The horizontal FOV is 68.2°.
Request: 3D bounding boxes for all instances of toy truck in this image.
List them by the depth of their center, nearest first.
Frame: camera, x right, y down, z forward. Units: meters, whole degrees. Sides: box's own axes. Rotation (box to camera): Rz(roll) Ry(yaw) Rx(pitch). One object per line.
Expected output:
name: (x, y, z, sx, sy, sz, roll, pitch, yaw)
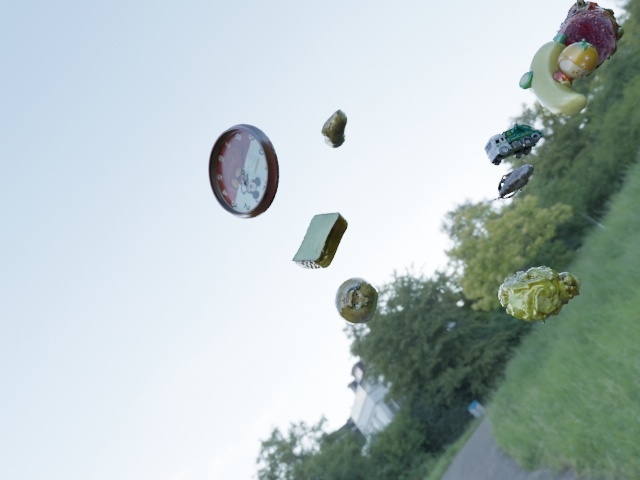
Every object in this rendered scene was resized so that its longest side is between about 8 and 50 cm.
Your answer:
toy truck: (0.761, -0.392, 1.884, 0.216, 0.116, 0.110, -22, -20, -8)

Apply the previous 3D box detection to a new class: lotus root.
lotus root: (0.125, 0.207, 1.615, 0.160, 0.146, 0.284, -60, -10, -6)

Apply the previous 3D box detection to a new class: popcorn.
popcorn: (0.757, 0.189, 1.635, 0.266, 0.192, 0.233, -19, -11, 38)

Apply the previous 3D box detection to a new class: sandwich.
sandwich: (0.000, 0.000, 1.729, 0.065, 0.186, 0.214, 37, -115, -30)

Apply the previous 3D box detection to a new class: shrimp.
shrimp: (0.641, -0.187, 1.585, 0.073, 0.075, 0.190, -21, -27, -33)

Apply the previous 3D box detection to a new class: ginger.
ginger: (0.051, -0.376, 1.615, 0.095, 0.069, 0.190, -52, -13, -13)

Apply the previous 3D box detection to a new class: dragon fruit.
dragon fruit: (0.937, -0.725, 1.649, 0.147, 0.211, 0.282, -42, -56, -43)

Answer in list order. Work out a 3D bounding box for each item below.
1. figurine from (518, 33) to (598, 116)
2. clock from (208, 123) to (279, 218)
figurine: (0.757, -0.515, 1.469, 0.124, 0.324, 0.222, 18, -47, -17)
clock: (-0.255, -0.229, 1.584, 0.080, 0.318, 0.318, -10, -43, -52)
